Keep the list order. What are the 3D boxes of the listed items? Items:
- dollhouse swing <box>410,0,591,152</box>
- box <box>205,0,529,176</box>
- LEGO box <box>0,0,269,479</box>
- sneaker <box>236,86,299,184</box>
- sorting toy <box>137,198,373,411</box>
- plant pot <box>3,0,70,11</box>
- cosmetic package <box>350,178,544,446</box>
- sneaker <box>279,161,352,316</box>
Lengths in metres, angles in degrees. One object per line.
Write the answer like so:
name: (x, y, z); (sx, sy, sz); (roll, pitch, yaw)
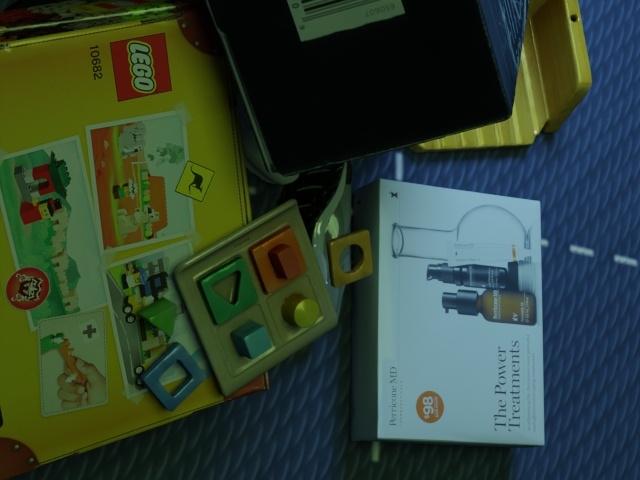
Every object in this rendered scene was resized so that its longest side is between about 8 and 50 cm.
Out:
dollhouse swing: (0.282, -0.324, 1.833); (0.347, 0.305, 0.315); (-5, 82, -28)
box: (0.044, -0.405, 1.444); (0.471, 0.298, 0.479); (-70, 143, -61)
LEGO box: (-0.285, -0.019, 1.445); (0.373, 0.193, 0.499); (-16, 112, -29)
sneaker: (-0.090, -0.189, 1.738); (0.090, 0.095, 0.235); (-30, 95, -30)
sorting toy: (-0.065, 0.072, 1.467); (0.348, 0.047, 0.196); (-31, 120, -26)
plant pot: (-0.283, -0.263, 1.615); (0.188, 0.167, 0.187); (-19, 89, -29)
cosmetic package: (0.190, 0.114, 1.818); (0.285, 0.097, 0.377); (6, 77, -23)
sneaker: (0.000, 0.000, 1.755); (0.108, 0.100, 0.271); (32, 62, -44)
